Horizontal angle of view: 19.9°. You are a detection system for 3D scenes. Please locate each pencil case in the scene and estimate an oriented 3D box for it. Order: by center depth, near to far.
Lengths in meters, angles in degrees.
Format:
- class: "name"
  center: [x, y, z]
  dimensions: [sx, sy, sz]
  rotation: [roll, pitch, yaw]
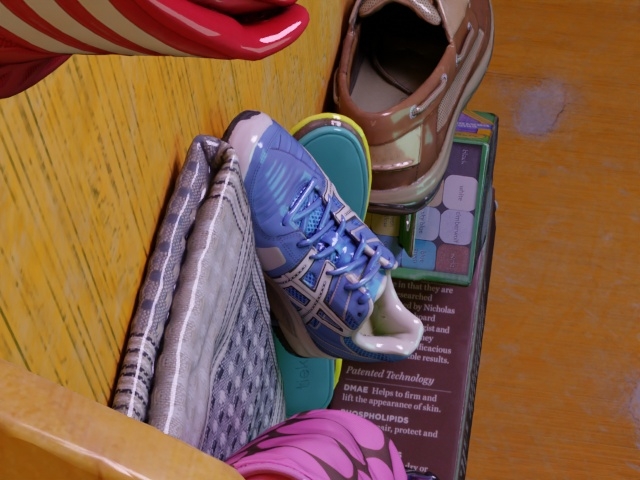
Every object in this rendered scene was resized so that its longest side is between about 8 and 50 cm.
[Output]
- class: "pencil case"
  center: [-0.006, 0.139, 0.884]
  dimensions: [0.209, 0.095, 0.098]
  rotation: [-7, 86, -78]

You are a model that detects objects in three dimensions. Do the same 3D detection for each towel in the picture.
- class: "towel"
  center: [-0.064, 0.158, 0.948]
  dimensions: [0.312, 0.056, 0.324]
  rotation: [86, 14, -57]

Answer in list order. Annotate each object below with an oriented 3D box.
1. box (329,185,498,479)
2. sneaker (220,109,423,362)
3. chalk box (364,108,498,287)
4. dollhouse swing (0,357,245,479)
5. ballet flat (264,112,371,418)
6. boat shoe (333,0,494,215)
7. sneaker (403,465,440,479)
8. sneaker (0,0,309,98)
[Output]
- class: "box"
  center: [0.087, 0.138, 1.806]
  dimensions: [0.191, 0.143, 0.381]
  rotation: [64, 35, -76]
- class: "sneaker"
  center: [0.000, 0.000, 1.049]
  dimensions: [0.080, 0.081, 0.211]
  rotation: [-63, 146, -23]
- class: "chalk box"
  center: [0.080, -0.041, 1.609]
  dimensions: [0.213, 0.132, 0.132]
  rotation: [-52, 149, -75]
- class: "dollhouse swing"
  center: [0.002, 0.240, 0.429]
  dimensions: [0.347, 0.305, 0.315]
  rotation: [-79, 175, -60]
- class: "ballet flat"
  center: [-0.016, 0.008, 1.172]
  dimensions: [0.077, 0.077, 0.231]
  rotation: [-110, -158, -55]
- class: "boat shoe"
  center: [0.078, -0.167, 1.516]
  dimensions: [0.120, 0.122, 0.324]
  rotation: [85, 13, -46]
- class: "sneaker"
  center: [0.044, 0.232, 1.558]
  dimensions: [0.276, 0.135, 0.098]
  rotation: [-29, 124, -83]
- class: "sneaker"
  center: [-0.056, -0.068, 0.495]
  dimensions: [0.221, 0.128, 0.087]
  rotation: [-47, 144, -78]
